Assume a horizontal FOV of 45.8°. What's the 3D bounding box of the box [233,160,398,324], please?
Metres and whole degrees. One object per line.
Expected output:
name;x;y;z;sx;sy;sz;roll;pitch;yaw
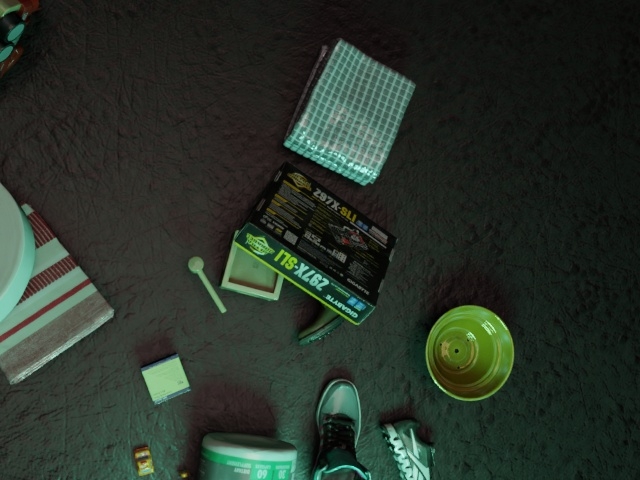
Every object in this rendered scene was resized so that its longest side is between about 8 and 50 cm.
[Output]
box;0.000;0.000;1.649;0.322;0.079;0.257;34;37;-8

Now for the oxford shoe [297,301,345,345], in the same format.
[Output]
oxford shoe;0.024;0.149;1.719;0.227;0.083;0.096;-41;83;-19

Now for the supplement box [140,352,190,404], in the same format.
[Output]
supplement box;-0.333;0.296;1.628;0.083;0.056;0.083;-21;90;-14

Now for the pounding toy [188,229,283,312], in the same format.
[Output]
pounding toy;-0.190;0.072;1.661;0.206;0.094;0.180;15;81;-11

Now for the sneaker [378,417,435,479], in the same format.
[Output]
sneaker;0.226;0.509;1.726;0.106;0.078;0.234;-23;88;-11

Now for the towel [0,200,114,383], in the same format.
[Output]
towel;-0.606;0.097;1.532;0.237;0.037;0.329;-36;73;-22

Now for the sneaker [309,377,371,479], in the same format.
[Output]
sneaker;0.042;0.452;1.637;0.124;0.178;0.295;8;83;-12

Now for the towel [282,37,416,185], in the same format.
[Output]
towel;0.071;-0.300;1.741;0.235;0.121;0.283;24;80;-11

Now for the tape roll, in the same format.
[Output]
tape roll;-0.765;0.029;1.485;0.393;0.072;0.391;1;68;-2

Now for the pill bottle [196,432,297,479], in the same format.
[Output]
pill bottle;-0.170;0.594;1.564;0.204;0.204;0.360;9;83;-12

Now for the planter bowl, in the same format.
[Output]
planter bowl;0.333;0.259;1.766;0.217;0.090;0.217;1;84;-12

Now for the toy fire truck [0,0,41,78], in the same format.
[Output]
toy fire truck;-0.658;-0.464;1.578;0.158;0.217;0.246;42;36;-6

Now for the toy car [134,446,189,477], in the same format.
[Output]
toy car;-0.339;0.476;1.619;0.122;0.040;0.060;6;84;-12
